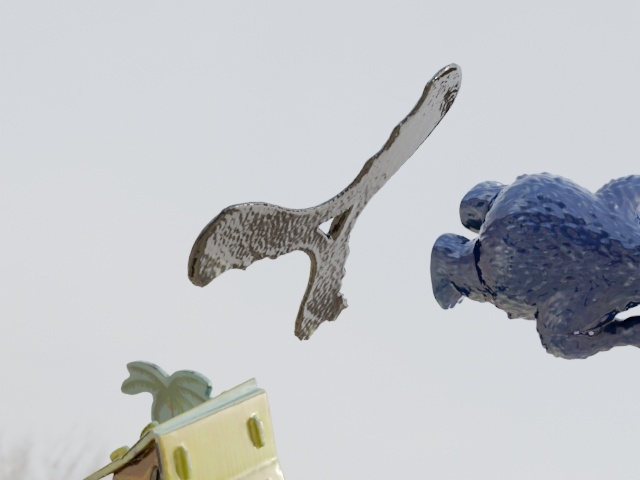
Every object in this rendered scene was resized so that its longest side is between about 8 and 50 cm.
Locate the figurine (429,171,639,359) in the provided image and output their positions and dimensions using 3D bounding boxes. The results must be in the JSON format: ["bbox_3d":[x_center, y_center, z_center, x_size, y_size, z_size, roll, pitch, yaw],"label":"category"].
[{"bbox_3d":[0.211,0.011,1.371,0.262,0.164,0.121,-2,-24,32],"label":"figurine"}]

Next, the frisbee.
[{"bbox_3d":[0.000,0.000,0.990,0.012,0.211,0.187,41,-34,25],"label":"frisbee"}]

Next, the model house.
[{"bbox_3d":[-0.206,0.278,1.817,0.340,0.300,0.323,37,-51,33],"label":"model house"}]
